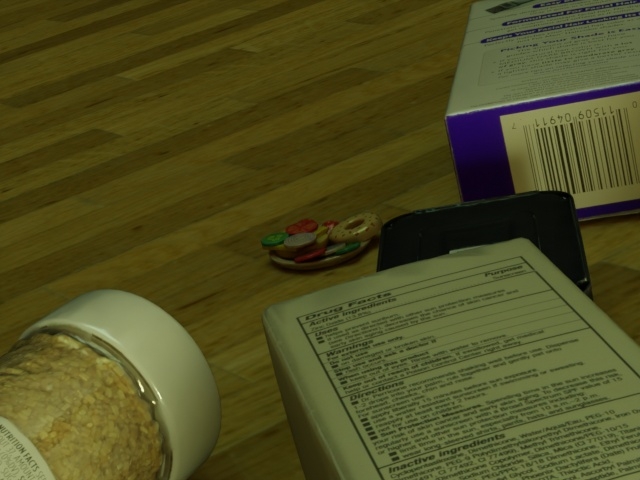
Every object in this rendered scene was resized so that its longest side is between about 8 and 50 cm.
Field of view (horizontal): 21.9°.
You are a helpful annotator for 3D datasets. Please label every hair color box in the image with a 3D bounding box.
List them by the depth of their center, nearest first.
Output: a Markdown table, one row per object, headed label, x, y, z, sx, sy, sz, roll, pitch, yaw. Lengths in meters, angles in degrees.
| label | x | y | z | sx | sy | sz | roll | pitch | yaw |
| --- | --- | --- | --- | --- | --- | --- | --- | --- | --- |
| hair color box | 0.208 | -0.119 | 1.327 | 0.185 | 0.110 | 0.339 | -9 | 22 | 13 |

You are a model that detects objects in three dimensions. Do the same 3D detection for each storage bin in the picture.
| label | x | y | z | sx | sy | sz | roll | pitch | yaw |
| --- | --- | --- | --- | --- | --- | --- | --- | --- | --- |
| storage bin | 0.100 | 0.043 | 0.983 | 0.122 | 0.084 | 0.180 | -9 | 19 | 8 |

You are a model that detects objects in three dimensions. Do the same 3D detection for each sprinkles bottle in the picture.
| label | x | y | z | sx | sy | sz | roll | pitch | yaw |
| --- | --- | --- | --- | --- | --- | --- | --- | --- | --- |
| sprinkles bottle | -0.195 | 0.149 | 0.814 | 0.121 | 0.121 | 0.355 | 2 | 25 | 35 |

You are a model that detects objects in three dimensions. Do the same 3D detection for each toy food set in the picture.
| label | x | y | z | sx | sy | sz | roll | pitch | yaw |
| --- | --- | --- | --- | --- | --- | --- | --- | --- | --- |
| toy food set | 0.000 | 0.000 | 1.249 | 0.083 | 0.020 | 0.082 | 5 | 26 | 38 |

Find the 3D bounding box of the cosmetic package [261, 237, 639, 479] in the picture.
| label | x | y | z | sx | sy | sz | roll | pitch | yaw |
| --- | --- | --- | --- | --- | --- | --- | --- | --- | --- |
| cosmetic package | 0.081 | 0.116 | 0.732 | 0.153 | 0.129 | 0.296 | -15 | 21 | -5 |
